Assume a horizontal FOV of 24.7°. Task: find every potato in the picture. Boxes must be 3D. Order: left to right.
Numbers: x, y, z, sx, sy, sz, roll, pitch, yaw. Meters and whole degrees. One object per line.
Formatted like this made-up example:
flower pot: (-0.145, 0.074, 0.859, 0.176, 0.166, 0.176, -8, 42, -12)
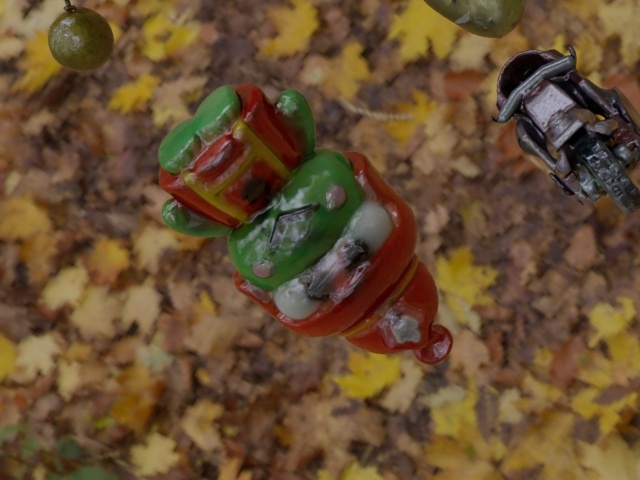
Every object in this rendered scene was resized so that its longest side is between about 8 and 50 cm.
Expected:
potato: (0.157, -0.292, 1.628, 0.188, 0.085, 0.105, 31, 102, 41)

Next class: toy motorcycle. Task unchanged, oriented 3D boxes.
toy motorcycle: (0.189, -0.086, 1.089, 0.082, 0.122, 0.213, -47, 8, 12)

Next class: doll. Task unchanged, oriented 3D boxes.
doll: (0.000, 0.000, 1.449, 0.182, 0.363, 0.160, -45, 15, 4)

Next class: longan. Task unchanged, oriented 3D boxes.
longan: (-0.253, -0.218, 1.533, 0.075, 0.083, 0.075, -12, 24, 5)
